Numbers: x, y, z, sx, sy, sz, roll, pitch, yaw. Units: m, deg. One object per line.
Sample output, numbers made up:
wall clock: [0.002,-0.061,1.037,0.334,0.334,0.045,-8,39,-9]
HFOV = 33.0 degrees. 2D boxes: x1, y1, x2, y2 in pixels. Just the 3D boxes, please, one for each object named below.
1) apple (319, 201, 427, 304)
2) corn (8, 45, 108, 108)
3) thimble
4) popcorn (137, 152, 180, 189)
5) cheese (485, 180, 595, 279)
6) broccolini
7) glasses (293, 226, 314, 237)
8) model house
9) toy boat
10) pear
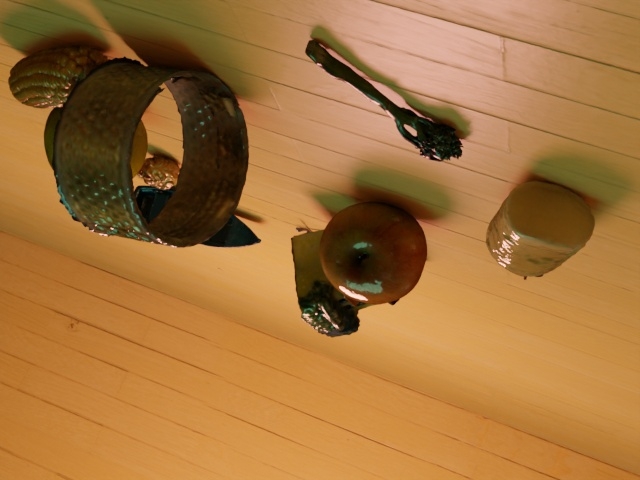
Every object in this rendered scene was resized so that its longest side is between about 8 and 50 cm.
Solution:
apple: [0.089,0.018,1.781,0.182,0.182,0.155,18,-165,22]
corn: [-0.427,-0.256,1.719,0.102,0.102,0.313,33,164,-34]
thimble: [-0.240,-0.127,1.568,0.150,0.271,0.271,11,162,34]
popcorn: [-0.311,-0.133,2.083,0.082,0.057,0.083,15,161,27]
cheese: [0.294,-0.012,1.470,0.123,0.094,0.167,25,166,3]
broccolini: [0.079,-0.162,1.346,0.254,0.057,0.071,28,123,-29]
glasses: [0.000,0.000,2.143,0.104,0.062,0.140,46,165,-1]
model house: [0.082,0.069,1.972,0.211,0.170,0.194,-16,150,17]
toy boat: [-0.258,-0.041,2.277,0.299,0.096,0.062,18,176,12]
pear: [-0.388,-0.178,1.823,0.180,0.166,0.216,31,164,19]
